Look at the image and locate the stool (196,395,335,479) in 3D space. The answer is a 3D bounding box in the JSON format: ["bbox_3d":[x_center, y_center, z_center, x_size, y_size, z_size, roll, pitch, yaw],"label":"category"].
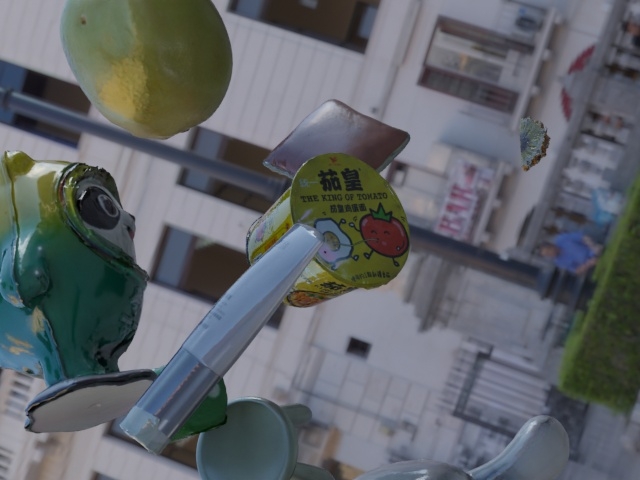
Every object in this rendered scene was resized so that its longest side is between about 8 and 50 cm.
[{"bbox_3d":[-0.098,0.397,1.983,0.199,0.195,0.195,38,-152,-60],"label":"stool"}]

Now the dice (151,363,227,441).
[{"bbox_3d":[-0.240,0.275,1.857,0.120,0.131,0.128,-14,-9,-39],"label":"dice"}]

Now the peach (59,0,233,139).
[{"bbox_3d":[-0.307,-0.345,1.958,0.314,0.281,0.315,-94,-20,-83],"label":"peach"}]

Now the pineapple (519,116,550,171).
[{"bbox_3d":[0.304,-0.140,1.539,0.019,0.045,0.083,30,-120,-53],"label":"pineapple"}]

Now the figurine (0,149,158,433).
[{"bbox_3d":[-0.331,0.055,1.377,0.323,0.231,0.340,62,-172,-69],"label":"figurine"}]

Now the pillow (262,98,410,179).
[{"bbox_3d":[0.028,-0.133,1.669,0.171,0.179,0.075,-46,-37,-19],"label":"pillow"}]

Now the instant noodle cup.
[{"bbox_3d":[0.000,0.000,1.379,0.144,0.182,0.182,-35,20,47],"label":"instant noodle cup"}]

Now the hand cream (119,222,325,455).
[{"bbox_3d":[-0.088,0.085,1.008,0.255,0.048,0.079,-50,26,-9],"label":"hand cream"}]

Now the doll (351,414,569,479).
[{"bbox_3d":[0.111,0.364,1.190,0.376,0.187,0.365,-42,13,19],"label":"doll"}]
